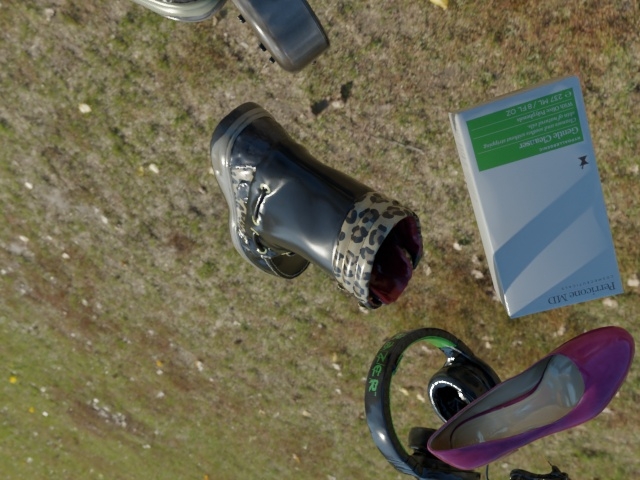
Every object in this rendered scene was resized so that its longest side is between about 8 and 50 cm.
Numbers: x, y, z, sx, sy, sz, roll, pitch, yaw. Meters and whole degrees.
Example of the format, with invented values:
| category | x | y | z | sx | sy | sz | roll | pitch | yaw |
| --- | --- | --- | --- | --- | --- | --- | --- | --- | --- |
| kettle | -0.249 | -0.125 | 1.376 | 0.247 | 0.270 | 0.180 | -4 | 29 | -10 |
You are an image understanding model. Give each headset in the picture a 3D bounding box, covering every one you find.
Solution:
| category | x | y | z | sx | sy | sz | roll | pitch | yaw |
| --- | --- | --- | --- | --- | --- | --- | --- | --- | --- |
| headset | 0.251 | 0.317 | 0.887 | 0.394 | 0.243 | 0.185 | 44 | 148 | -18 |

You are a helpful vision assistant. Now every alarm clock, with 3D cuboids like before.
| category | x | y | z | sx | sy | sz | roll | pitch | yaw |
| --- | --- | --- | --- | --- | --- | --- | --- | --- | --- |
| alarm clock | -0.051 | -0.226 | 0.493 | 0.064 | 0.192 | 0.129 | -36 | 93 | 4 |

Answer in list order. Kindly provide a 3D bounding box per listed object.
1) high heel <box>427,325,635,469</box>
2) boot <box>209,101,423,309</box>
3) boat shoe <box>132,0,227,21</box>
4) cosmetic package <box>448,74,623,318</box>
| category | x | y | z | sx | sy | sz | roll | pitch | yaw |
| --- | --- | --- | --- | --- | --- | --- | --- | --- | --- |
| high heel | 0.229 | 0.174 | 0.581 | 0.117 | 0.082 | 0.244 | 20 | 126 | -37 |
| boot | 0.000 | 0.000 | 0.769 | 0.284 | 0.138 | 0.377 | 34 | 154 | 26 |
| boat shoe | -0.271 | -0.363 | 0.594 | 0.355 | 0.132 | 0.130 | 12 | 169 | 6 |
| cosmetic package | 0.366 | -0.075 | 0.904 | 0.196 | 0.155 | 0.366 | -17 | 101 | 13 |
